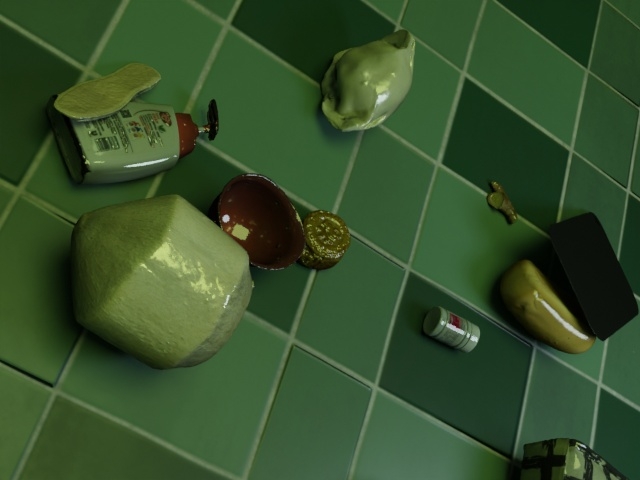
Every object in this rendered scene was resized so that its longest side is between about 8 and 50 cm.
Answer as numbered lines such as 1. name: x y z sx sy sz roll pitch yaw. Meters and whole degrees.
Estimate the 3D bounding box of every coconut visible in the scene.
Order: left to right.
1. coconut: -0.240 0.049 1.395 0.266 0.237 0.237 34 57 -20

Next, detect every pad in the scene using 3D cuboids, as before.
1. pad: 0.555 0.105 1.978 0.375 0.063 0.315 -10 75 -59

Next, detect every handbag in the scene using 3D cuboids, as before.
1. handbag: 0.479 0.559 1.712 0.327 0.162 0.325 30 59 -27

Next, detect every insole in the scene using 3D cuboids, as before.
1. insole: -0.332 -0.239 1.533 0.081 0.011 0.248 30 34 8

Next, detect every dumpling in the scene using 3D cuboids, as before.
1. dumpling: 0.085 -0.299 1.815 0.250 0.162 0.132 -61 144 -22

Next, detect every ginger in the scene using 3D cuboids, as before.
1. ginger: 0.371 -0.078 1.972 0.048 0.030 0.097 -23 83 -39

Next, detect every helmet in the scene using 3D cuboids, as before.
1. helmet: -0.118 -0.018 1.582 0.175 0.106 0.155 22 64 -31

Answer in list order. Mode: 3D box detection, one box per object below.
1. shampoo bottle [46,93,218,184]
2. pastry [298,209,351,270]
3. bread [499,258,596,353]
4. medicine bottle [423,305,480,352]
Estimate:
1. shampoo bottle: -0.282 -0.174 1.562 0.284 0.071 0.153 -10 68 -38
2. pastry: 0.000 0.000 1.686 0.097 0.057 0.109 45 51 -4
3. bread: 0.437 0.137 1.880 0.217 0.098 0.147 41 26 -14
4. medicine bottle: 0.240 0.164 1.773 0.091 0.058 0.058 27 59 -22
